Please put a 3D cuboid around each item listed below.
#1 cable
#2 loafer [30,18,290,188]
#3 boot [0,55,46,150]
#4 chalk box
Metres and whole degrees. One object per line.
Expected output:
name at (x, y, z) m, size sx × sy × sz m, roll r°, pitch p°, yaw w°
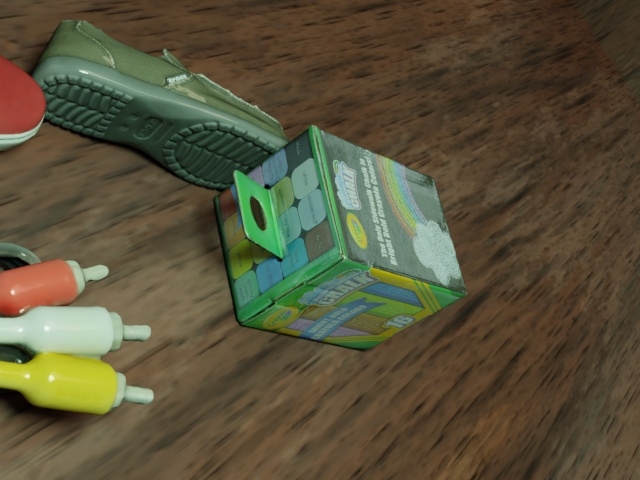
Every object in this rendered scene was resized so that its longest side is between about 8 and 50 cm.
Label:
cable at (-0.232, 0.053, 0.595) m, size 0.287 × 0.072 × 0.139 m, roll 2°, pitch 56°, yaw -51°
loafer at (-0.122, -0.118, 0.858) m, size 0.251 × 0.094 × 0.087 m, roll 22°, pitch 50°, yaw -40°
boot at (-0.254, -0.156, 0.651) m, size 0.244 × 0.176 × 0.088 m, roll 26°, pitch 42°, yaw -39°
chalk box at (0.000, 0.000, 0.882) m, size 0.213 × 0.132 × 0.132 m, roll 18°, pitch 50°, yaw -42°
